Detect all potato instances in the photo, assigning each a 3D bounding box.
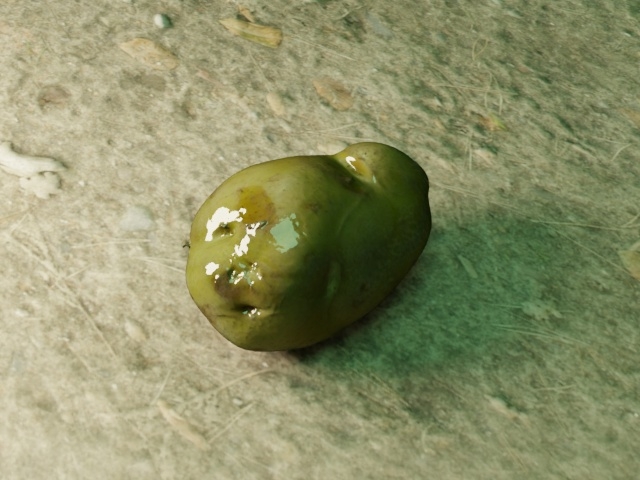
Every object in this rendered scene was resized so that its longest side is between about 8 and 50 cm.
[{"bbox_3d":[0.000,-0.003,1.134,0.351,0.202,0.218,-21,64,-28],"label":"potato"}]
